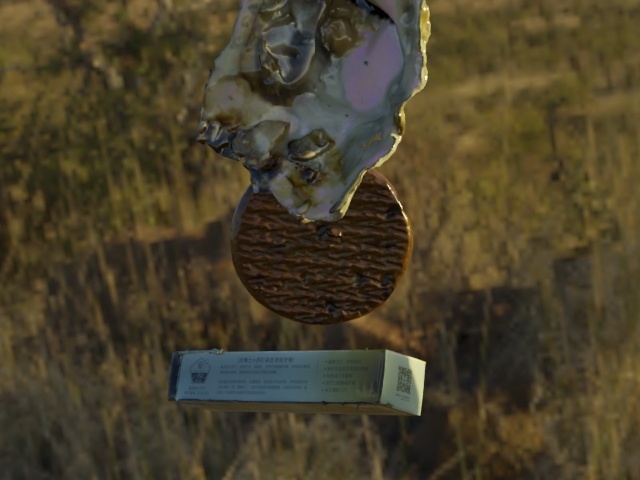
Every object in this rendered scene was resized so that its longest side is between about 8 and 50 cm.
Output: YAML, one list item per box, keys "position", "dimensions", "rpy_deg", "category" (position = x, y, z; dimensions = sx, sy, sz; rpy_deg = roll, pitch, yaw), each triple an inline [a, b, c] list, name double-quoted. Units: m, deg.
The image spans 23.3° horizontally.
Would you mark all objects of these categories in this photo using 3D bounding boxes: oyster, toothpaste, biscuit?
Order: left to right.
- position: [-0.033, 0.163, 1.761]
  dimensions: [0.313, 0.071, 0.089]
  rpy_deg: [-4, -16, 37]
  category: "toothpaste"
- position: [0.000, 0.000, 1.797]
  dimensions: [0.212, 0.212, 0.036]
  rpy_deg: [-9, 11, 2]
  category: "biscuit"
- position: [0.012, -0.191, 1.525]
  dimensions: [0.201, 0.354, 0.107]
  rpy_deg: [18, -2, 11]
  category: "oyster"
